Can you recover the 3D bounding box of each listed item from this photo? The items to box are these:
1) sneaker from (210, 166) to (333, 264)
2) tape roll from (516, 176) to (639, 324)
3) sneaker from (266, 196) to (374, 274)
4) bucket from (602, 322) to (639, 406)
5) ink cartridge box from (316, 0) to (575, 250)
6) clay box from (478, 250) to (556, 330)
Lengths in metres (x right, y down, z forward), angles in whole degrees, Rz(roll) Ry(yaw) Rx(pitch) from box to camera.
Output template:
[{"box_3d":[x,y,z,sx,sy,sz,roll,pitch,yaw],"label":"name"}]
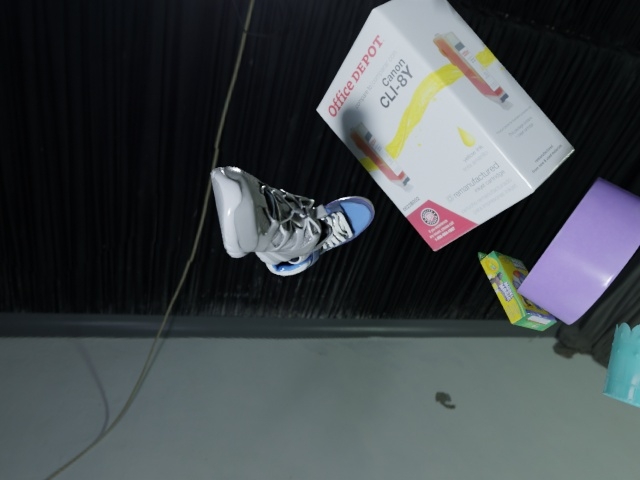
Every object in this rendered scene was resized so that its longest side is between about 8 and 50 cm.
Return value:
[{"box_3d":[-0.052,-0.036,0.593,0.116,0.105,0.281,-14,-9,8],"label":"sneaker"},{"box_3d":[0.354,0.014,0.631,0.080,0.188,0.189,35,38,21],"label":"tape roll"},{"box_3d":[-0.001,0.000,1.279,0.323,0.130,0.236,-21,18,12],"label":"sneaker"},{"box_3d":[0.831,0.327,1.113,0.282,0.182,0.281,19,-6,2],"label":"bucket"},{"box_3d":[0.205,-0.210,0.866,0.160,0.279,0.384,-37,86,-30],"label":"ink cartridge box"},{"box_3d":[0.495,0.115,1.190,0.128,0.053,0.221,16,43,-32],"label":"clay box"}]
